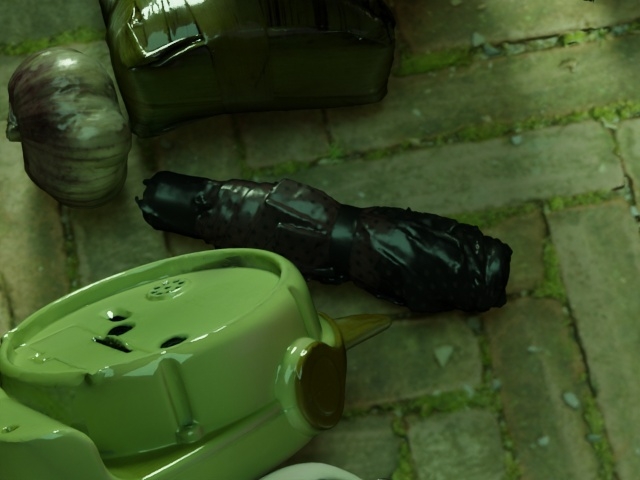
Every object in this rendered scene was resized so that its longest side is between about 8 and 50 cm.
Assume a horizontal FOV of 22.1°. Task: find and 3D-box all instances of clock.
[{"bbox_3d":[-0.124,0.102,1.248,0.348,0.117,0.286,-26,19,-29],"label":"clock"}]

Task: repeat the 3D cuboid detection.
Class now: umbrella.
[{"bbox_3d":[0.000,0.000,1.390,0.326,0.090,0.094,11,68,12],"label":"umbrella"}]

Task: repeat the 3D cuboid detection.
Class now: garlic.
[{"bbox_3d":[-0.223,-0.099,1.431,0.102,0.147,0.159,-13,44,-12],"label":"garlic"}]

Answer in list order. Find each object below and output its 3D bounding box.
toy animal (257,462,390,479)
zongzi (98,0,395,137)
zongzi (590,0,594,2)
[{"bbox_3d":[0.006,0.291,1.120,0.251,0.310,0.250,-3,62,5],"label":"toy animal"},{"bbox_3d":[-0.079,-0.226,1.512,0.260,0.123,0.289,-7,43,-10],"label":"zongzi"},{"bbox_3d":[0.342,-0.354,1.512,0.251,0.125,0.274,-7,65,10],"label":"zongzi"}]
